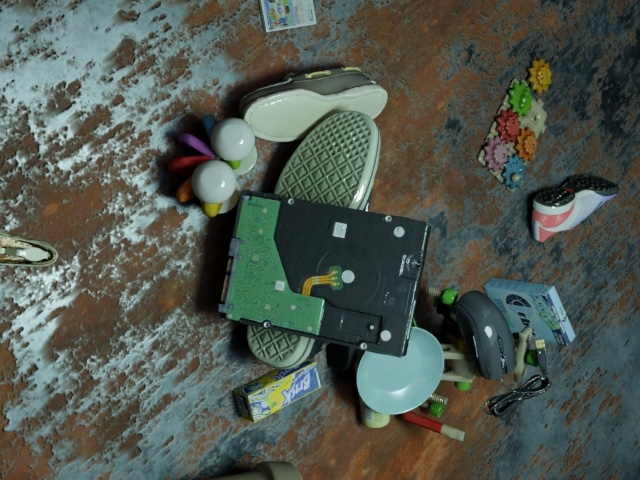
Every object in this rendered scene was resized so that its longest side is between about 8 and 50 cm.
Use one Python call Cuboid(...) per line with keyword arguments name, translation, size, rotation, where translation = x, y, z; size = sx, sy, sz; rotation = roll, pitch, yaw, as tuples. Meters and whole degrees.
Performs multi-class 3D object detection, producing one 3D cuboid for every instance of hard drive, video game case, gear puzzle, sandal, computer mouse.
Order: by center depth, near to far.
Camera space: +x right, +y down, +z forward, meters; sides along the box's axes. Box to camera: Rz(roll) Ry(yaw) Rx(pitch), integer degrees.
Cuboid(name="hard drive", translation=(0.005, 0.054, 1.438), size=(0.064, 0.339, 0.237), rotation=(19, 81, -76))
Cuboid(name="video game case", translation=(-0.064, -0.450, 1.581), size=(0.122, 0.011, 0.087), rotation=(-20, 107, -35))
Cuboid(name="sandal", translation=(0.038, 0.140, 1.659), size=(0.054, 0.097, 0.254), rotation=(-6, 98, -38))
Cuboid(name="computer mouse", translation=(0.389, 0.215, 1.692), size=(0.184, 0.060, 0.262), rotation=(-16, 88, -23))
Cuboid(name="gear puzzle", translation=(0.504, -0.293, 2.020), size=(0.175, 0.044, 0.339), rotation=(36, 72, -34))

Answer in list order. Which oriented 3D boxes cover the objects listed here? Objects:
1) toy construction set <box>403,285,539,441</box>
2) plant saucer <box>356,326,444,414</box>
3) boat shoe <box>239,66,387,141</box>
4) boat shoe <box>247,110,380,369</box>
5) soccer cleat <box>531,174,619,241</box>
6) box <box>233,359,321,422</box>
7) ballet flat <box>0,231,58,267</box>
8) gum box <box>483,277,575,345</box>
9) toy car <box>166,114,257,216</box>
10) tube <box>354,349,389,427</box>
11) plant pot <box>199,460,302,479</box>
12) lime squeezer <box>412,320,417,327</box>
Cuboid(name="toy construction set", translation=(0.335, 0.281, 1.786), size=(0.257, 0.237, 0.308), rotation=(16, 91, -65))
Cuboid(name="plant saucer", translation=(0.157, 0.259, 1.685), size=(0.195, 0.037, 0.195), rotation=(-6, 109, -19))
Cuboid(name="boat shoe", translation=(-0.023, -0.270, 1.577), size=(0.324, 0.096, 0.116), rotation=(-15, 144, -33))
Cuboid(name="boat shoe", translation=(0.000, 0.000, 1.566), size=(0.156, 0.187, 0.500), rotation=(17, 89, -61))
Cuboid(name="soccer cleat", translation=(0.652, -0.088, 2.132), size=(0.318, 0.109, 0.116), rotation=(-19, 126, -37))
Cuboid(name="box", translation=(-0.081, 0.288, 1.607), size=(0.169, 0.054, 0.059), rotation=(-22, 108, -35))
Cuboid(name="ballet flat", translation=(-0.485, 0.012, 1.266), size=(0.168, 0.052, 0.057), rotation=(5, 91, -38))
Cuboid(name="gum box", translation=(0.494, 0.167, 1.965), size=(0.041, 0.184, 0.157), rotation=(-43, 118, -27))
Cuboid(name="toy car", translation=(-0.193, -0.139, 1.442), size=(0.136, 0.159, 0.182), rotation=(23, 81, 2))
Cuboid(name="tube", translation=(0.109, 0.275, 1.726), size=(0.070, 0.062, 0.240), rotation=(-17, 114, -25))
Cuboid(name="plant pot", translation=(-0.169, 0.518, 1.458), size=(0.229, 0.263, 0.263), rotation=(10, 87, -22))
Cuboid(name="lime squeezer", translation=(0.137, 0.042, 1.739), size=(0.110, 0.059, 0.310), rotation=(-40, 109, -58))
